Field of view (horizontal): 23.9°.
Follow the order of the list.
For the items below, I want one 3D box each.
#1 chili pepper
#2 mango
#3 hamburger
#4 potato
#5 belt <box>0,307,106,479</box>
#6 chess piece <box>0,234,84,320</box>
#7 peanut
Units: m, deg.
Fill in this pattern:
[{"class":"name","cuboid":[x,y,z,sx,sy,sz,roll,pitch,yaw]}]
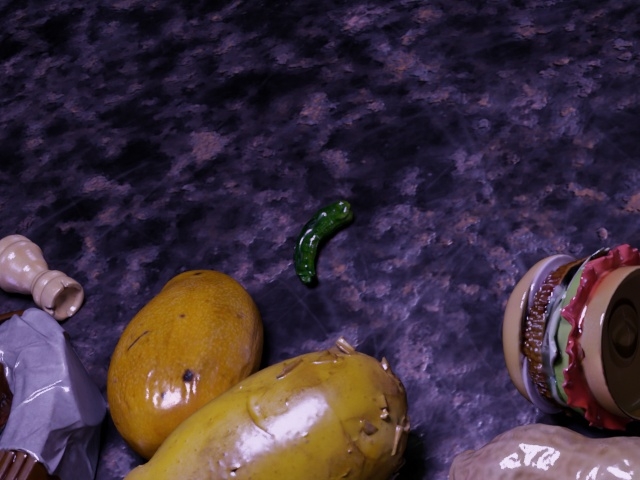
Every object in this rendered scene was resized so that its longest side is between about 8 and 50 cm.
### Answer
[{"class":"chili pepper","cuboid":[-0.008,0.000,1.666,0.055,0.035,0.118,-9,37,41]},{"class":"mango","cuboid":[-0.139,0.114,1.553,0.157,0.109,0.262,-15,40,16]},{"class":"hamburger","cuboid":[0.242,0.087,1.374,0.137,0.175,0.175,4,47,46]},{"class":"potato","cuboid":[-0.053,0.210,1.392,0.300,0.140,0.173,-35,49,-4]},{"class":"belt","cuboid":[-0.340,0.227,1.523,0.217,0.122,0.338,-3,46,24]},{"class":"chess piece","cuboid":[-0.328,0.047,1.750,0.066,0.066,0.122,-42,50,-19]},{"class":"peanut","cuboid":[0.216,0.211,1.306,0.228,0.085,0.104,8,61,33]}]
